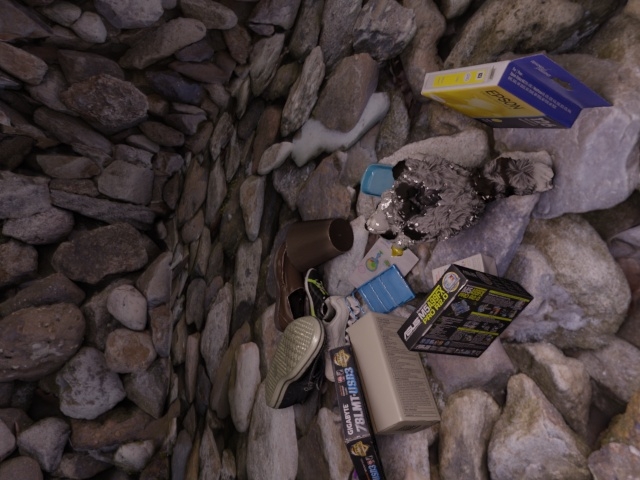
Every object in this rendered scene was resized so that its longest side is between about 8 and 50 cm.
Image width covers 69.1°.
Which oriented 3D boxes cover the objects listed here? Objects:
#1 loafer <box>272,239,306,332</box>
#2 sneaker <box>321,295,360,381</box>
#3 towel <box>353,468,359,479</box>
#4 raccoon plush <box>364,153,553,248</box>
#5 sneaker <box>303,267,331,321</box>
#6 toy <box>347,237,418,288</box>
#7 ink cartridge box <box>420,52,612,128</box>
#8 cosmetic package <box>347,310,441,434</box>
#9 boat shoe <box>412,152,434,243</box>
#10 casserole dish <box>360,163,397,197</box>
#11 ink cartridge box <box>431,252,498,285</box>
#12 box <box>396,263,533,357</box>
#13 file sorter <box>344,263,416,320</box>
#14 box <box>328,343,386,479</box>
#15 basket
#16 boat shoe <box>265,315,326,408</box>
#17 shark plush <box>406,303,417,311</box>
[{"bbox_3d":[-0.097,0.176,1.821,0.130,0.134,0.365,-10,79,47],"label":"loafer"},{"bbox_3d":[0.045,0.324,1.565,0.110,0.118,0.291,0,79,52],"label":"sneaker"},{"bbox_3d":[0.124,0.704,1.400,0.060,0.009,0.083,2,80,53],"label":"towel"},{"bbox_3d":[0.344,-0.074,1.244,0.299,0.447,0.215,73,-160,-79],"label":"raccoon plush"},{"bbox_3d":[0.008,0.207,1.704,0.097,0.084,0.234,-24,67,33],"label":"sneaker"},{"bbox_3d":[0.203,0.087,1.471,0.137,0.056,0.237,46,127,18],"label":"toy"},{"bbox_3d":[0.453,-0.333,1.096,0.307,0.304,0.072,23,99,55],"label":"ink cartridge box"},{"bbox_3d":[0.199,0.367,1.300,0.113,0.160,0.309,-45,43,35],"label":"cosmetic package"},{"bbox_3d":[0.321,-0.128,1.384,0.096,0.098,0.276,-3,85,52],"label":"boat shoe"},{"bbox_3d":[0.211,-0.203,1.609,0.188,0.037,0.114,21,94,54],"label":"casserole dish"},{"bbox_3d":[0.369,0.121,1.240,0.198,0.067,0.115,-28,56,46],"label":"ink cartridge box"},{"bbox_3d":[0.340,0.174,1.085,0.216,0.270,0.060,-58,39,23],"label":"box"},{"bbox_3d":[0.174,0.172,1.416,0.170,0.105,0.118,-40,79,40],"label":"file sorter"},{"bbox_3d":[0.101,0.488,1.256,0.074,0.293,0.295,-16,34,2],"label":"box"},{"bbox_3d":[0.000,0.000,1.727,0.227,0.154,0.204,-17,70,46],"label":"basket"},{"bbox_3d":[-0.061,0.414,1.552,0.500,0.156,0.186,114,156,-43],"label":"boat shoe"},{"bbox_3d":[0.301,0.215,1.297,0.073,0.067,0.161,-59,38,21],"label":"shark plush"}]
